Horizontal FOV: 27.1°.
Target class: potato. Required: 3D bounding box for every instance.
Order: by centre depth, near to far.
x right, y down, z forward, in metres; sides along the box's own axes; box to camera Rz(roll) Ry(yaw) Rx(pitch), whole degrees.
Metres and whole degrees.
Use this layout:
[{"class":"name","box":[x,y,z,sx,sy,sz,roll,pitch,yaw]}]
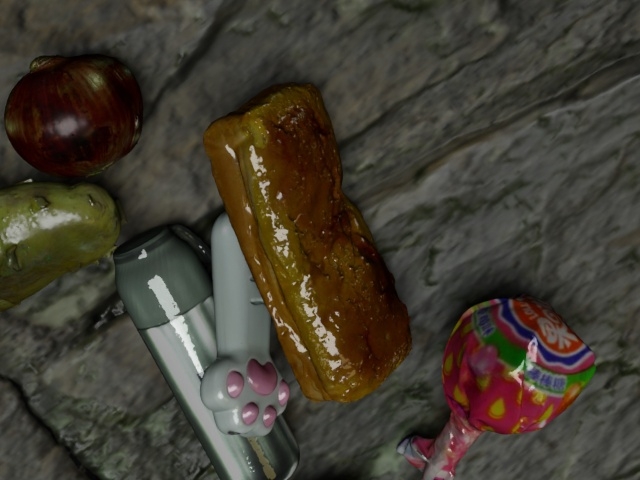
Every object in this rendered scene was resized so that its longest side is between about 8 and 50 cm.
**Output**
[{"class":"potato","box":[-0.275,0.008,1.146,0.225,0.090,0.117,-23,144,13]}]

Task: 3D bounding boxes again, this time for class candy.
[{"class":"candy","box":[0.112,0.205,1.211,0.124,0.124,0.365,26,116,-6]}]

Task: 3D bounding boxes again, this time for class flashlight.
[{"class":"flashlight","box":[-0.063,0.068,1.147,0.047,0.093,0.200,-13,70,35]}]

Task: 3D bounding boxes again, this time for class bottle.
[{"class":"bottle","box":[-0.098,0.105,1.192,0.096,0.079,0.253,-36,106,-29]}]

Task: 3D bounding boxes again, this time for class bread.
[{"class":"bread","box":[-0.001,0.001,1.140,0.077,0.139,0.271,-9,107,38]}]

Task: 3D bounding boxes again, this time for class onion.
[{"class":"onion","box":[-0.209,-0.107,1.118,0.117,0.118,0.118,-30,103,13]}]
